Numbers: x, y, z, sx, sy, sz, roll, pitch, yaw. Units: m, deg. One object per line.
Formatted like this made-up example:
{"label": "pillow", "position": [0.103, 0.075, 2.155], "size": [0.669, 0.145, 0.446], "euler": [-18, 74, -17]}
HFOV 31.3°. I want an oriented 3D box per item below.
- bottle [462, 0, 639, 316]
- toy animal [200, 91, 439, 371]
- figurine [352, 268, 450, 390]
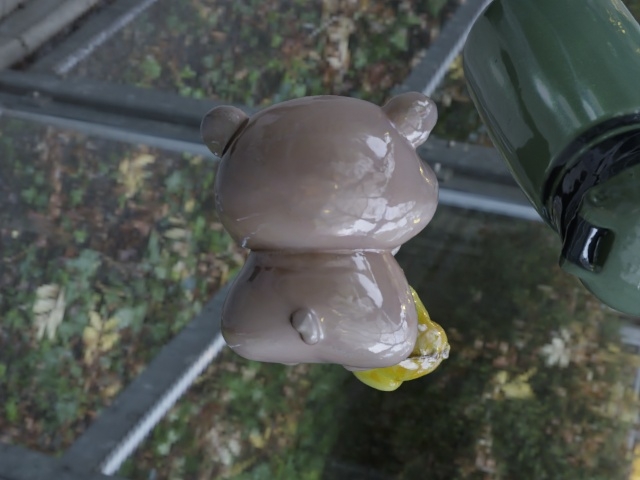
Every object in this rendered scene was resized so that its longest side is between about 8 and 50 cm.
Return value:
{"label": "bottle", "position": [0.240, -0.082, 0.976], "size": [0.347, 0.168, 0.168], "euler": [-104, -173, -49]}
{"label": "toy animal", "position": [-0.004, 0.003, 1.003], "size": [0.229, 0.210, 0.221], "euler": [79, 16, -52]}
{"label": "figurine", "position": [0.058, 0.100, 1.424], "size": [0.131, 0.246, 0.156], "euler": [-4, 107, -31]}
